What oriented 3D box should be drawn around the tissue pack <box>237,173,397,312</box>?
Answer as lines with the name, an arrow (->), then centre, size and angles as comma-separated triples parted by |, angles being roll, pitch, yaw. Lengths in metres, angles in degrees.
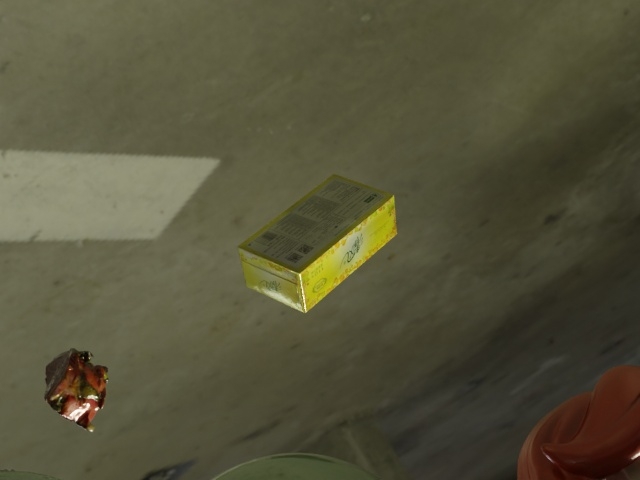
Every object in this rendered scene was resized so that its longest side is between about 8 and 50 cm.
tissue pack -> 0.000, 0.000, 1.086 | 0.176, 0.095, 0.062 | -39, 135, -36

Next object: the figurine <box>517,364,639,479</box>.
figurine -> 0.207, 0.228, 0.627 | 0.181, 0.257, 0.208 | 9, 128, -36

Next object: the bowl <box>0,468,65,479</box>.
bowl -> -0.264, 0.357, 0.747 | 0.313, 0.313, 0.146 | -25, -172, -16

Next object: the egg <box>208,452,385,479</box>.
egg -> 0.010, 0.306, 0.530 | 0.230, 0.371, 0.230 | -15, 177, -1

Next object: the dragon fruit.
dragon fruit -> -0.409, 0.239, 1.599 | 0.096, 0.147, 0.102 | -40, 125, 3
